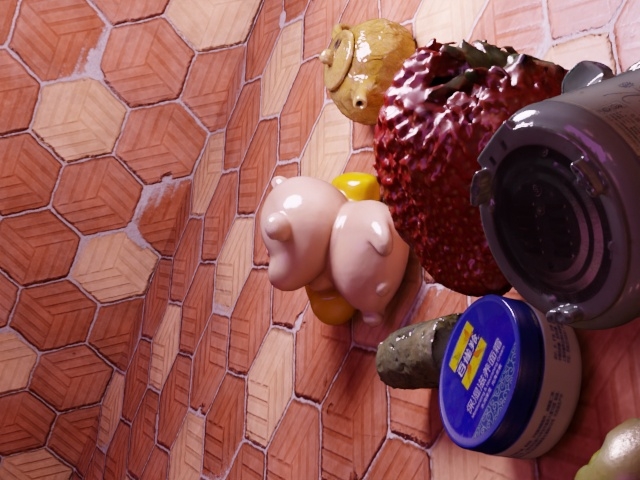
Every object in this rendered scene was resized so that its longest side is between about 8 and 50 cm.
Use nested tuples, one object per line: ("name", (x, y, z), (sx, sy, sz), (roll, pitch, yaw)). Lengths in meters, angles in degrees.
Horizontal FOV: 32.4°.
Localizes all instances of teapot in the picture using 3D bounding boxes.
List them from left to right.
("teapot", (0.072, -0.340, 2.113), (0.203, 0.167, 0.311), (-60, 26, 33))

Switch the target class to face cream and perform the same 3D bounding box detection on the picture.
("face cream", (0.248, 0.180, 1.439), (0.206, 0.111, 0.206), (-49, 33, 48))

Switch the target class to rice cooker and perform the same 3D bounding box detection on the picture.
("rice cooker", (0.333, -0.055, 1.165), (0.264, 0.316, 0.317), (116, 158, -53))

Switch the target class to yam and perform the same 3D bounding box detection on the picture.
("yam", (0.164, 0.171, 1.651), (0.194, 0.107, 0.107), (-25, 53, 63))

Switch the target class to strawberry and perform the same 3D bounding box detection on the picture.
("strawberry", (0.217, -0.096, 1.509), (0.312, 0.267, 0.351), (19, 112, 39))

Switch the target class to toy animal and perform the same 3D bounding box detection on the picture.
("toy animal", (-0.007, 0.021, 1.965), (0.345, 0.246, 0.278), (-119, 46, -59))

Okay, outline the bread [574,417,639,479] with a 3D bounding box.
("bread", (0.327, 0.274, 1.135), (0.261, 0.156, 0.158), (-68, 25, 14))
